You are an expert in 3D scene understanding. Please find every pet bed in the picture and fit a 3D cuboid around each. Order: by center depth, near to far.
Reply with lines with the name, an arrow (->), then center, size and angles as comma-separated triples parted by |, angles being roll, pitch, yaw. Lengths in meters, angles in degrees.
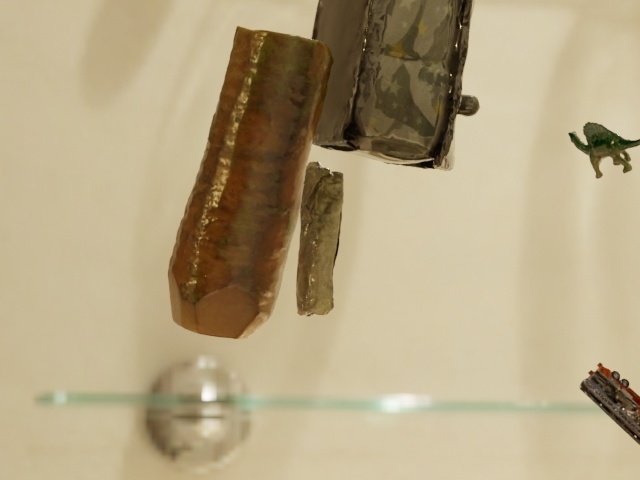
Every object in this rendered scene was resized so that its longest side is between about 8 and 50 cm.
pet bed -> 0.087, -0.184, 1.776 | 0.159, 0.210, 0.183 | 10, 0, -21

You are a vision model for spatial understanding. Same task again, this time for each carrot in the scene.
carrot -> -0.070, -0.055, 1.640 | 0.114, 0.301, 0.114 | 15, 8, -2

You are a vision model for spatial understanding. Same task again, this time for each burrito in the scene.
burrito -> -0.002, 0.000, 1.862 | 0.042, 0.171, 0.051 | 8, -1, -44

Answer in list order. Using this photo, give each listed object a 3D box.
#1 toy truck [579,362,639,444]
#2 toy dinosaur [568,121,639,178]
toy truck -> 0.242, 0.133, 1.340 | 0.032, 0.083, 0.024 | -44, -5, -39
toy dinosaur -> 0.289, -0.096, 1.702 | 0.029, 0.060, 0.120 | -43, 10, -20
